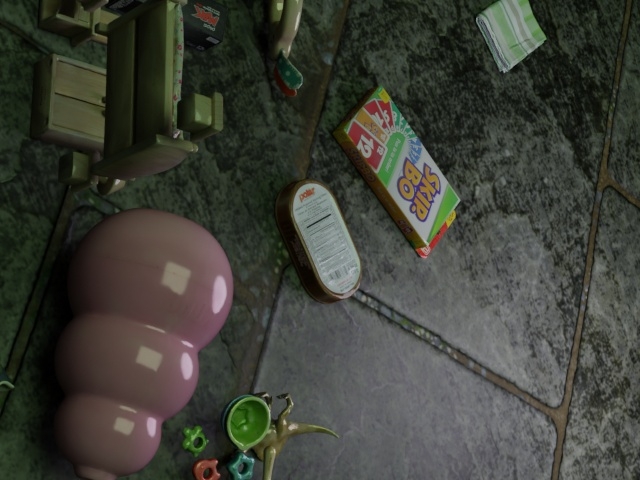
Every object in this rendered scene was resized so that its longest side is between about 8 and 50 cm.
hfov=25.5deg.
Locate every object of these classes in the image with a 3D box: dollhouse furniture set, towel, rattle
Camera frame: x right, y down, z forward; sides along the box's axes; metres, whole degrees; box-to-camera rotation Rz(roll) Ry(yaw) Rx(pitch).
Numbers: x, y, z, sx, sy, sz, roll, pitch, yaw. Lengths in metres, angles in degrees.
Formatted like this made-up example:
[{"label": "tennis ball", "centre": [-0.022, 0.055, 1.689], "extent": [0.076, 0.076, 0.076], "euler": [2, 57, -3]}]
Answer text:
[{"label": "dollhouse furniture set", "centre": [-0.188, -0.216, 1.742], "extent": [0.173, 0.355, 0.303], "euler": [14, 69, -41]}, {"label": "towel", "centre": [0.340, -0.375, 2.500], "extent": [0.152, 0.023, 0.113], "euler": [-38, 105, -42]}, {"label": "rattle", "centre": [-0.093, -0.316, 2.057], "extent": [0.142, 0.130, 0.200], "euler": [2, 104, -31]}]

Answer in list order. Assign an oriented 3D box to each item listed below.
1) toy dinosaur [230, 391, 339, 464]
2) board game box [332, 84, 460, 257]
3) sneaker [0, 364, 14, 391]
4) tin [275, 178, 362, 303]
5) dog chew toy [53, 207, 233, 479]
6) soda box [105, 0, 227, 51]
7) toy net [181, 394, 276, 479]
[{"label": "toy dinosaur", "centre": [-0.063, 0.257, 1.952], "extent": [0.183, 0.053, 0.093], "euler": [-13, 103, -36]}, {"label": "board game box", "centre": [0.128, -0.105, 2.228], "extent": [0.259, 0.039, 0.124], "euler": [55, 50, -21]}, {"label": "sneaker", "centre": [-0.419, 0.206, 1.614], "extent": [0.086, 0.064, 0.192], "euler": [44, 50, -19]}, {"label": "tin", "centre": [0.000, 0.000, 2.079], "extent": [0.106, 0.040, 0.190], "euler": [-31, 100, -47]}, {"label": "dog chew toy", "centre": [-0.230, 0.132, 1.725], "extent": [0.206, 0.206, 0.332], "euler": [27, 69, -35]}, {"label": "soda box", "centre": [-0.211, -0.324, 1.957], "extent": [0.169, 0.053, 0.060], "euler": [22, 65, -38]}, {"label": "toy net", "centre": [-0.093, 0.317, 1.874], "extent": [0.122, 0.045, 0.232], "euler": [-38, 118, -28]}]
